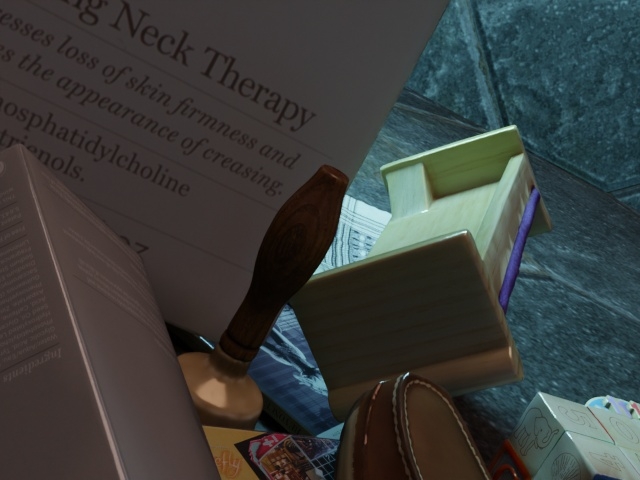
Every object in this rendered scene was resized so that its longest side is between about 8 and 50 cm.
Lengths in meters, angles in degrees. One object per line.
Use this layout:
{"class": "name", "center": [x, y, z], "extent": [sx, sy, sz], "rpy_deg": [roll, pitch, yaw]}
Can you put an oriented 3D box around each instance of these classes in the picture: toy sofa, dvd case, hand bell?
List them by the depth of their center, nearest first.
{"class": "hand bell", "center": [-0.047, 0.060, 0.641], "extent": [0.126, 0.242, 0.126], "rpy_deg": [26, 20, -10]}
{"class": "toy sofa", "center": [0.114, 0.036, 0.879], "extent": [0.177, 0.150, 0.362], "rpy_deg": [68, 22, -12]}
{"class": "dvd case", "center": [-0.033, 0.105, 0.891], "extent": [0.221, 0.018, 0.164], "rpy_deg": [36, 19, 22]}

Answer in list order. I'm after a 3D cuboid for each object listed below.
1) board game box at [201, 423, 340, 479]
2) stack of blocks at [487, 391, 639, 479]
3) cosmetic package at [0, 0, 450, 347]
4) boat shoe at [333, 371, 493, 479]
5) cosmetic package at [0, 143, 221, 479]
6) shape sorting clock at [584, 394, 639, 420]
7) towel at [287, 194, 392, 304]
{"class": "board game box", "center": [-0.013, 0.186, 0.549], "extent": [0.243, 0.042, 0.165], "rpy_deg": [18, 43, -45]}
{"class": "stack of blocks", "center": [0.244, 0.231, 0.721], "extent": [0.297, 0.171, 0.087], "rpy_deg": [19, 21, -24]}
{"class": "cosmetic package", "center": [-0.137, -0.192, 0.769], "extent": [0.329, 0.393, 0.327], "rpy_deg": [25, 7, -26]}
{"class": "boat shoe", "center": [0.102, 0.208, 0.515], "extent": [0.123, 0.120, 0.324], "rpy_deg": [24, 38, -41]}
{"class": "cosmetic package", "center": [-0.107, 0.093, 0.417], "extent": [0.127, 0.107, 0.238], "rpy_deg": [58, 8, -57]}
{"class": "shape sorting clock", "center": [0.371, 0.238, 1.083], "extent": [0.206, 0.040, 0.206], "rpy_deg": [25, 19, -9]}
{"class": "towel", "center": [0.000, 0.000, 1.150], "extent": [0.324, 0.056, 0.312], "rpy_deg": [27, 19, -8]}
